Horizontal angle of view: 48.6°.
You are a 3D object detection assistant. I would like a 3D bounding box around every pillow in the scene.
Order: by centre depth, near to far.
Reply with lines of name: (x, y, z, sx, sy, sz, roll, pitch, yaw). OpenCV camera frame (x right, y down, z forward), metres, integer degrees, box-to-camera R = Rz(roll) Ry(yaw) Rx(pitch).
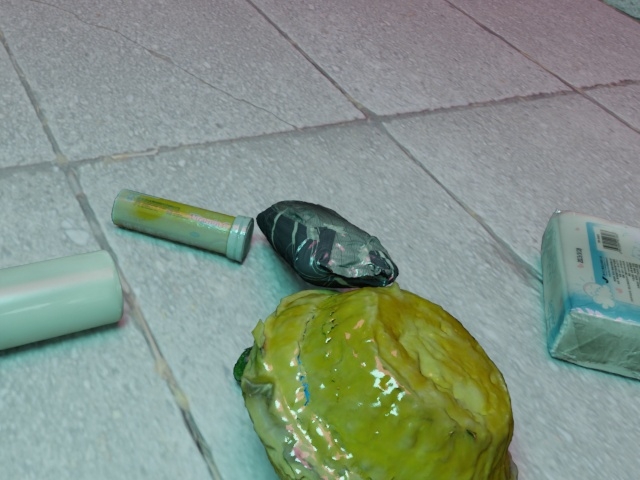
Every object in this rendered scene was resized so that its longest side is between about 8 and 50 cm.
pillow: (0.000, 0.000, 1.061, 0.161, 0.093, 0.335, 14, 9, -21)

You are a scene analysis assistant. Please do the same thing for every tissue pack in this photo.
tissue pack: (0.465, 0.082, 1.144, 0.201, 0.124, 0.271, 15, 40, 2)

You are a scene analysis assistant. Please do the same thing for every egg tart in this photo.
egg tart: (0.091, 0.181, 0.834, 0.387, 0.169, 0.388, 27, 29, -16)

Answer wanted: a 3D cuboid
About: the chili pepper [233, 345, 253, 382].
chili pepper: (-0.016, 0.211, 0.906, 0.224, 0.061, 0.098, 36, 37, 29)

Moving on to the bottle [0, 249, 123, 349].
bottle: (-0.389, 0.084, 0.922, 0.245, 0.104, 0.104, -12, 45, -28)

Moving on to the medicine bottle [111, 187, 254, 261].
medicine bottle: (-0.219, -0.028, 1.134, 0.218, 0.074, 0.074, 14, 39, 5)
